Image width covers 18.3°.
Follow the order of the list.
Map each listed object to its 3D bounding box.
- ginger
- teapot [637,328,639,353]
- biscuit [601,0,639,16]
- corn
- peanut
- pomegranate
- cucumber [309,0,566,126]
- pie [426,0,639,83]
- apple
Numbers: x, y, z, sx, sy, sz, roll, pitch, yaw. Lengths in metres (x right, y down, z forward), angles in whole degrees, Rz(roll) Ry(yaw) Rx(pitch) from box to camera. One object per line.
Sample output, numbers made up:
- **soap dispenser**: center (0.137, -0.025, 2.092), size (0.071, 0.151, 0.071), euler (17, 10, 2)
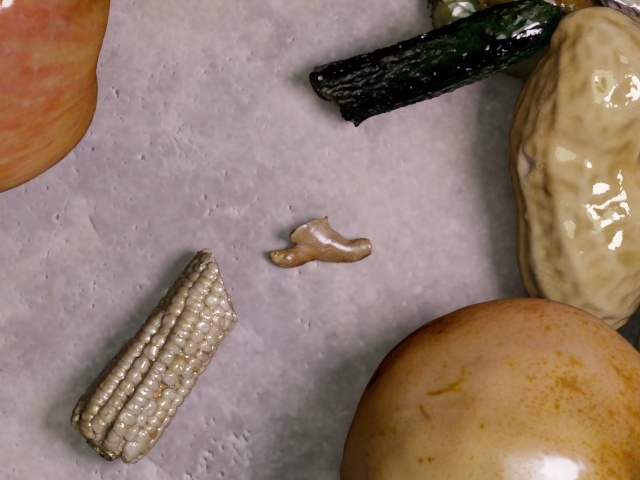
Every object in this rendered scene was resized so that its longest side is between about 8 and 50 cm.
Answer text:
- **ginger**: center (-0.001, -0.001, 1.857), size (0.097, 0.030, 0.048), euler (-5, 114, 0)
- **teapot**: center (0.400, 0.071, 1.794), size (0.175, 0.185, 0.267), euler (-40, 108, -35)
- **biscuit**: center (0.200, -0.305, 1.776), size (0.250, 0.032, 0.133), euler (24, 90, 0)
- **corn**: center (-0.141, 0.110, 1.821), size (0.087, 0.087, 0.211), euler (40, 83, 1)
- **peanut**: center (0.243, -0.059, 1.781), size (0.147, 0.147, 0.305), euler (-8, 108, -2)
- **pomegranate**: center (0.177, 0.204, 1.716), size (0.319, 0.319, 0.319), euler (0, 86, -2)
- **cucumber**: center (0.107, -0.162, 1.804), size (0.245, 0.067, 0.067), euler (-17, 87, 25)
- **pie**: center (0.265, -0.284, 1.845), size (0.288, 0.103, 0.354), euler (39, 87, -1)
- **apple**: center (-0.343, -0.224, 1.693), size (0.346, 0.391, 0.391), euler (9, 86, -14)
